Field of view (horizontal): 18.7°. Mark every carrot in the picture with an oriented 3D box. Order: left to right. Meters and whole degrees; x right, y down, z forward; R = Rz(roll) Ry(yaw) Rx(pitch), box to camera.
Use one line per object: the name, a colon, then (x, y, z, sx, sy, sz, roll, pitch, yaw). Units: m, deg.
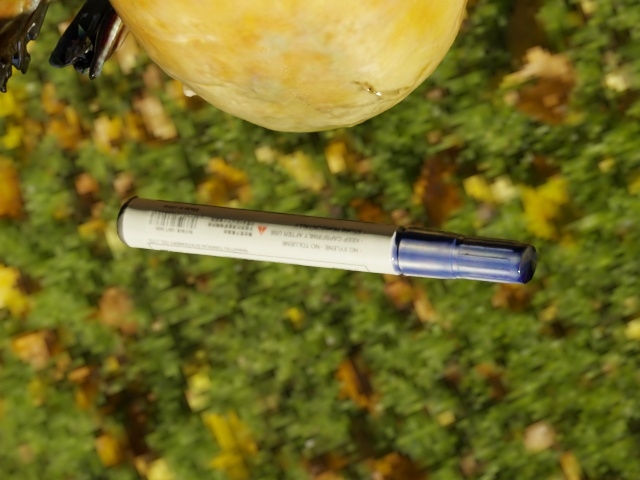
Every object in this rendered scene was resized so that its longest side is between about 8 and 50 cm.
carrot: (-0.045, -0.216, 1.148, 0.224, 0.224, 0.340, 34, 167, 41)

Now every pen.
pen: (0.000, 0.000, 0.889, 0.204, 0.025, 0.025, 6, 114, 25)

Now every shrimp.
shrimp: (-0.185, -0.178, 1.337, 0.075, 0.178, 0.289, 14, 83, 37)
